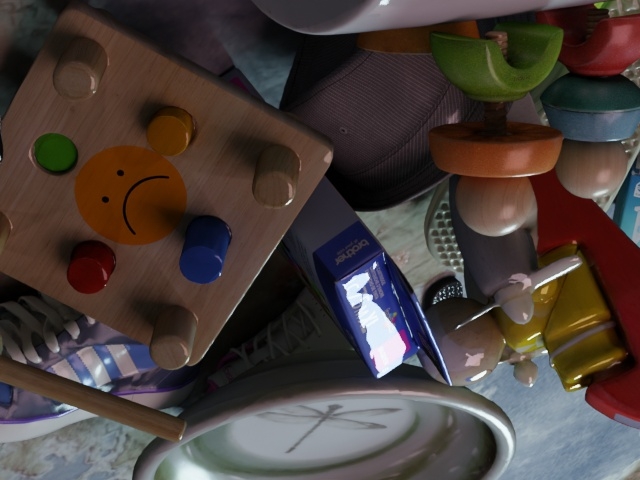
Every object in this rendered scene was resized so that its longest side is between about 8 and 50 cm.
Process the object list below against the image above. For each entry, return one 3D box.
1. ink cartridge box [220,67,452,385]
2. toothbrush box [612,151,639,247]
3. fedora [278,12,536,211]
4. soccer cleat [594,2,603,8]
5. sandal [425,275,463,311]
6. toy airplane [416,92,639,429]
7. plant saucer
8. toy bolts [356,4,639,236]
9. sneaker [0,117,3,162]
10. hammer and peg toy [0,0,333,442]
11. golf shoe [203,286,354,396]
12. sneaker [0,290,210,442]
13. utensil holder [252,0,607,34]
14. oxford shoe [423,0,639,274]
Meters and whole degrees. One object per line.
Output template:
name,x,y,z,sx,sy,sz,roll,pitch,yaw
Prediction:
ink cartridge box,0.000,0.000,1.622,0.065,0.311,0.186,-36,147,-8
toothbrush box,0.408,-0.046,2.046,0.126,0.216,0.295,12,140,6
fedora,0.055,-0.153,1.588,0.124,0.275,0.243,30,72,-24
soccer cleat,0.258,-0.264,1.723,0.179,0.072,0.060,-59,-176,26
sandal,0.147,0.113,2.175,0.067,0.040,0.179,-26,132,-29
toy airplane,0.183,0.015,1.698,0.272,0.384,0.386,-43,121,-3
plant saucer,0.001,0.205,1.854,0.401,0.100,0.400,-6,149,-3
toy bolts,0.152,-0.104,1.424,0.228,0.218,0.158,-11,108,-33
sneaker,-0.386,-0.056,1.347,0.302,0.121,0.108,-25,145,-20
hammer and peg toy,-0.177,0.001,1.516,0.266,0.127,0.361,27,116,-11
golf shoe,-0.038,0.136,1.946,0.140,0.115,0.306,4,128,-42
sneaker,-0.227,0.053,1.657,0.323,0.130,0.236,-4,125,-36
utensil holder,0.138,-0.331,1.346,0.385,0.327,0.327,-12,139,-32
oxford shoe,0.266,-0.135,1.892,0.169,0.130,0.449,27,121,-13
